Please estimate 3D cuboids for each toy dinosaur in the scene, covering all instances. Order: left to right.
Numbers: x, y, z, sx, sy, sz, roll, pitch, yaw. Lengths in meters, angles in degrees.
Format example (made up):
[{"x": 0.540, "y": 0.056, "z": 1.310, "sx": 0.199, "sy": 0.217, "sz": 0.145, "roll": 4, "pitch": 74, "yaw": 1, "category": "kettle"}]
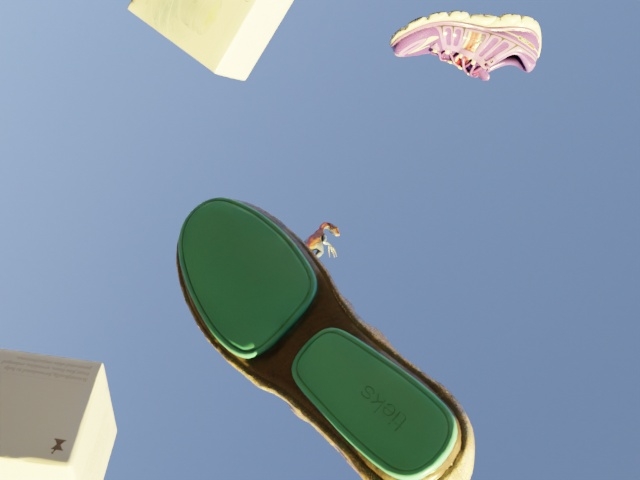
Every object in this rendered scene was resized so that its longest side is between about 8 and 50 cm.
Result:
[{"x": 0.000, "y": 0.000, "z": 1.161, "sx": 0.047, "sy": 0.090, "sz": 0.082, "roll": 11, "pitch": -121, "yaw": 13, "category": "toy dinosaur"}]

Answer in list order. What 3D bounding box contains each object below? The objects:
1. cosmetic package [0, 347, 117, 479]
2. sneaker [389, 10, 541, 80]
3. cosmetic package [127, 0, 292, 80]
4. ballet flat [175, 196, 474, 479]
[{"x": -0.363, "y": 0.258, "z": 1.102, "sx": 0.151, "sy": 0.184, "sz": 0.152, "roll": 8, "pitch": -132, "yaw": 0, "category": "cosmetic package"}, {"x": 0.161, "y": -0.212, "z": 0.942, "sx": 0.169, "sy": 0.068, "sz": 0.071, "roll": 0, "pitch": -93, "yaw": -1, "category": "sneaker"}, {"x": -0.191, "y": -0.454, "z": 1.568, "sx": 0.224, "sy": 0.138, "sz": 0.224, "roll": 37, "pitch": -75, "yaw": 12, "category": "cosmetic package"}, {"x": -0.006, "y": 0.087, "z": 0.643, "sx": 0.107, "sy": 0.106, "sz": 0.316, "roll": -40, "pitch": -127, "yaw": -6, "category": "ballet flat"}]
